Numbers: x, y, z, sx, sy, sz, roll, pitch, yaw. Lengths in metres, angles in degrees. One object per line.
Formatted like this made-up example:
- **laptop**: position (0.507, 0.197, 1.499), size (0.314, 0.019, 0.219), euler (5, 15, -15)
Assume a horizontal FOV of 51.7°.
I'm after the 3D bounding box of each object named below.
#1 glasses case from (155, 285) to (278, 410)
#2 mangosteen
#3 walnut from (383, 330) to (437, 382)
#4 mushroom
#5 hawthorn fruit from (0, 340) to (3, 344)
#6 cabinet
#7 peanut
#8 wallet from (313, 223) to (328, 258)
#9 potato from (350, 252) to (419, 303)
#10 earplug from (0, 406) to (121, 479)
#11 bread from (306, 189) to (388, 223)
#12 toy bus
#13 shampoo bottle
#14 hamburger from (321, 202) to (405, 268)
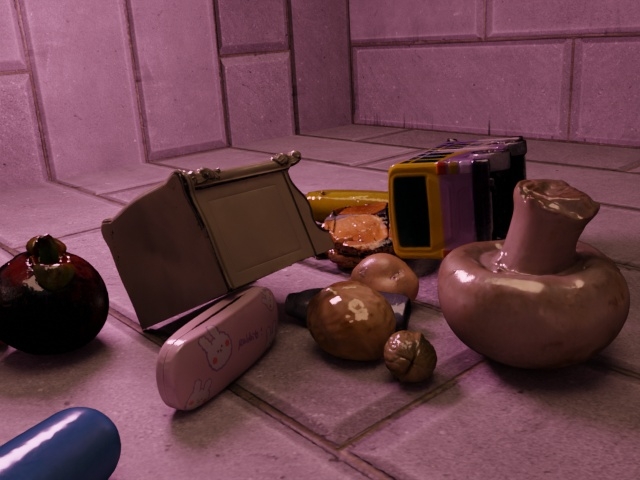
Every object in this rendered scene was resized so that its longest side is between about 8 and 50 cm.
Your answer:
- **glasses case**: position (-0.157, 0.165, 1.067), size (0.075, 0.113, 0.297), euler (3, 19, 26)
- **mangosteen**: position (-0.493, 0.096, 1.188), size (0.216, 0.216, 0.216), euler (-3, 18, 1)
- **walnut**: position (0.139, 0.179, 1.022), size (0.092, 0.092, 0.092), euler (-3, 18, 1)
- **mushroom**: position (0.334, 0.046, 1.053), size (0.298, 0.289, 0.297), euler (-2, 18, 1)
- **hawthorn fruit**: position (-0.617, 0.168, 1.225), size (0.077, 0.077, 0.077), euler (-3, 18, 1)
- **cabinet**: position (-0.194, -0.012, 1.291), size (0.290, 0.227, 0.318), euler (-25, -2, 41)
- **peanut**: position (0.054, 0.138, 1.119), size (0.141, 0.109, 0.159), euler (-35, 48, -4)
- **wallet**: position (0.000, 0.000, 1.693), size (0.110, 0.031, 0.198), euler (-10, 19, -19)
- **potato**: position (0.124, 0.081, 1.297), size (0.147, 0.112, 0.112), euler (17, 26, 32)
- **earplug**: position (-0.328, 0.278, 0.736), size (0.133, 0.132, 0.273), euler (3, 15, 19)
- **bread**: position (0.139, -0.075, 1.761), size (0.384, 0.112, 0.166), euler (5, 9, 20)
- **toy bus**: position (0.317, -0.105, 1.453), size (0.249, 0.209, 0.440), euler (0, 15, 26)
- **shampoo bottle**: position (0.048, 0.128, 1.227), size (0.234, 0.049, 0.087), euler (4, 47, 21)
- **hamburger**: position (0.109, -0.008, 1.546), size (0.231, 0.106, 0.231), euler (-1, 35, 1)
